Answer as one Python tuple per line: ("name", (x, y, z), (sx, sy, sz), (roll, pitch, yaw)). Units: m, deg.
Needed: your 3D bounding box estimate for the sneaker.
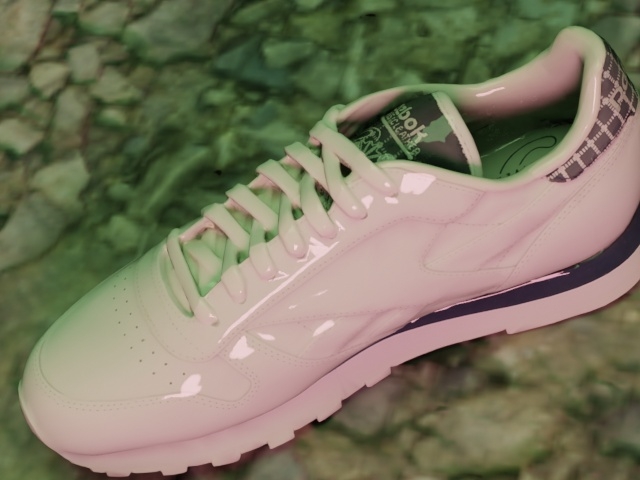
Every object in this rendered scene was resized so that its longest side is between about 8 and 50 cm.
("sneaker", (0.000, 0.000, 0.628), (0.235, 0.095, 0.090), (-25, 53, -3))
